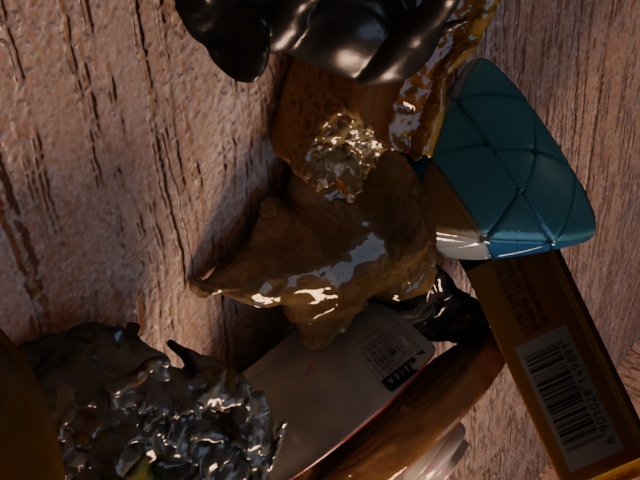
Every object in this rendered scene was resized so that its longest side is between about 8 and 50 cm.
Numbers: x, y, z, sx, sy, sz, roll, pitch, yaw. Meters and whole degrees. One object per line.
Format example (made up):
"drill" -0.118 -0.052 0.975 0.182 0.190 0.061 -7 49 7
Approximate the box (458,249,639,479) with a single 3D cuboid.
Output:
"box" 0.288 0.112 1.716 0.115 0.415 0.264 -27 161 11

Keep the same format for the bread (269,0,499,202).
"bread" 0.080 -0.199 1.143 0.109 0.185 0.380 4 119 -37

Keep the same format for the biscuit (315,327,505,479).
"biscuit" 0.096 0.243 1.759 0.365 0.062 0.385 -43 177 7

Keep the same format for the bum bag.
"bum bag" 0.105 0.064 1.614 0.340 0.144 0.095 32 68 -68

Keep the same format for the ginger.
"ginger" 0.000 0.000 1.322 0.270 0.123 0.219 -21 115 -43

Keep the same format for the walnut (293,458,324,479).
"walnut" -0.034 0.267 1.662 0.079 0.082 0.096 24 99 -40

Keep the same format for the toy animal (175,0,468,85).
"toy animal" -0.009 -0.180 0.995 0.146 0.245 0.115 -49 -157 50

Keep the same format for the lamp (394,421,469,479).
"lamp" 0.117 0.331 1.981 0.246 0.108 0.179 -48 -177 40

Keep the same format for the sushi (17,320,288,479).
"sushi" -0.212 0.253 1.142 0.417 0.176 0.418 -36 145 -32

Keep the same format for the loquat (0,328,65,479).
"loquat" -0.271 0.144 0.749 0.263 0.263 0.263 -45 155 -29

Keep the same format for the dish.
"dish" -0.009 0.154 1.448 0.256 0.117 0.256 -40 179 -1

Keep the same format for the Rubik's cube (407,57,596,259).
"Rubik's cube" 0.163 -0.083 1.496 0.254 0.254 0.254 -45 155 -29
